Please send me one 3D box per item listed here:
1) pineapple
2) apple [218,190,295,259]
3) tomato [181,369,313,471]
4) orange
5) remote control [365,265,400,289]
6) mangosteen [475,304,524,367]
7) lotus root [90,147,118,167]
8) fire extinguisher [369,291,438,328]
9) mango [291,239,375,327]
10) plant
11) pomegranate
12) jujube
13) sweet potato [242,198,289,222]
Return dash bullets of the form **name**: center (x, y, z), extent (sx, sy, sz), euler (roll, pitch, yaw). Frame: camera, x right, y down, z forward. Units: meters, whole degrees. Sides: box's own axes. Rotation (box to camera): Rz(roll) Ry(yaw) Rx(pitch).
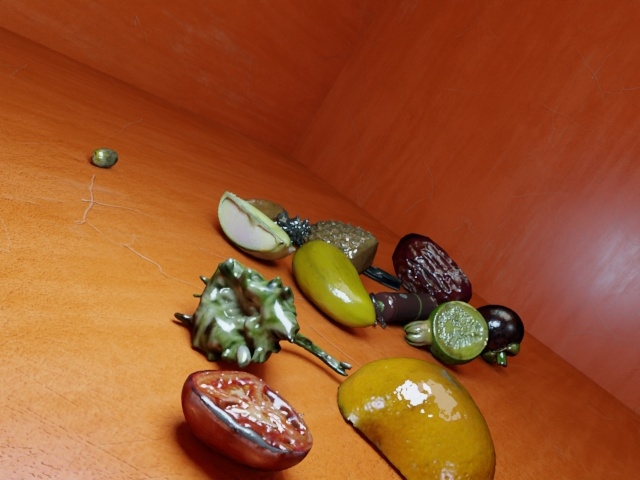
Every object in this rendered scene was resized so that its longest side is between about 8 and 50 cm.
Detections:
- **pineapple**: center (0.000, 0.000, 1.729), extent (0.361, 0.202, 0.202), euler (30, 10, 23)
- **apple**: center (-0.182, -0.019, 1.514), extent (0.265, 0.120, 0.193), euler (41, 2, 23)
- **tomato**: center (-0.105, 0.254, 0.713), extent (0.174, 0.082, 0.166), euler (35, 8, 32)
- **orange**: center (0.183, 0.356, 1.023), extent (0.310, 0.275, 0.274), euler (3, -8, 37)
- **remote control**: center (0.227, 0.134, 2.093), extent (0.221, 0.042, 0.072), euler (28, 15, -22)
- **mangosteen**: center (0.636, 0.347, 1.957), extent (0.216, 0.216, 0.216), euler (31, 12, -8)
- **lotus root**: center (-0.584, -0.226, 1.446), extent (0.049, 0.054, 0.099), euler (24, 11, 9)
- **fire extinguisher**: center (0.255, 0.226, 1.685), extent (0.341, 0.105, 0.142), euler (7, 49, -48)
- **mango**: center (0.025, 0.112, 1.455), extent (0.195, 0.142, 0.332), euler (20, 19, -28)
- **plant**: center (-0.112, 0.185, 0.996), extent (0.251, 0.180, 0.334), euler (32, -19, 33)
- **pomegranate**: center (0.385, 0.301, 1.630), extent (0.190, 0.240, 0.159), euler (58, -17, 13)
- **jujube**: center (0.457, 0.140, 2.208), extent (0.258, 0.258, 0.377), euler (14, 38, -55)
- **sweet potato**: center (-0.199, -0.101, 1.830), extent (0.097, 0.097, 0.251), euler (41, 13, 34)
